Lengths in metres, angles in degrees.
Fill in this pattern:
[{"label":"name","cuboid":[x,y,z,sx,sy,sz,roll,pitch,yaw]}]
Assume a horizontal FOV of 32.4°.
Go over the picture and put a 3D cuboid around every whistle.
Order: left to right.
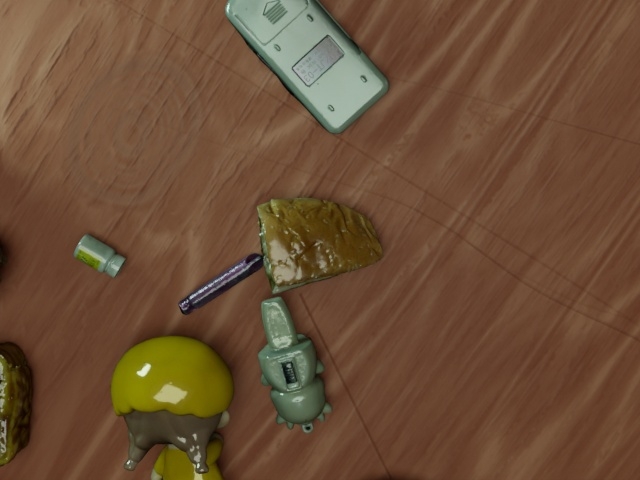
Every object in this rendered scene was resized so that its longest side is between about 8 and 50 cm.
[{"label":"whistle","cuboid":[-0.171,0.074,1.921,0.176,0.033,0.033,-32,96,6]},{"label":"whistle","cuboid":[-0.053,0.218,1.905,0.102,0.106,0.253,-23,106,-26]}]

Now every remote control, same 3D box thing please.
[{"label":"remote control","cuboid":[-0.026,-0.323,1.846,0.140,0.056,0.296,-42,94,5]}]

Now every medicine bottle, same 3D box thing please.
[{"label":"medicine bottle","cuboid":[-0.383,0.028,1.913,0.083,0.047,0.047,31,98,-2]}]

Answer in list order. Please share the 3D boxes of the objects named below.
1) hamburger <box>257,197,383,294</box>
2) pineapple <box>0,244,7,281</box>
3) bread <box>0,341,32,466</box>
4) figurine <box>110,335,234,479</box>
[{"label":"hamburger","cuboid":[0.000,0.000,1.855,0.208,0.135,0.155,-7,100,1]},{"label":"pineapple","cuboid":[-0.635,0.061,1.874,0.166,0.166,0.193,34,99,-3]},{"label":"bread","cuboid":[-0.602,0.293,1.938,0.182,0.096,0.222,0,99,4]},{"label":"figurine","cuboid":[-0.232,0.328,1.896,0.215,0.187,0.343,-11,105,16]}]
